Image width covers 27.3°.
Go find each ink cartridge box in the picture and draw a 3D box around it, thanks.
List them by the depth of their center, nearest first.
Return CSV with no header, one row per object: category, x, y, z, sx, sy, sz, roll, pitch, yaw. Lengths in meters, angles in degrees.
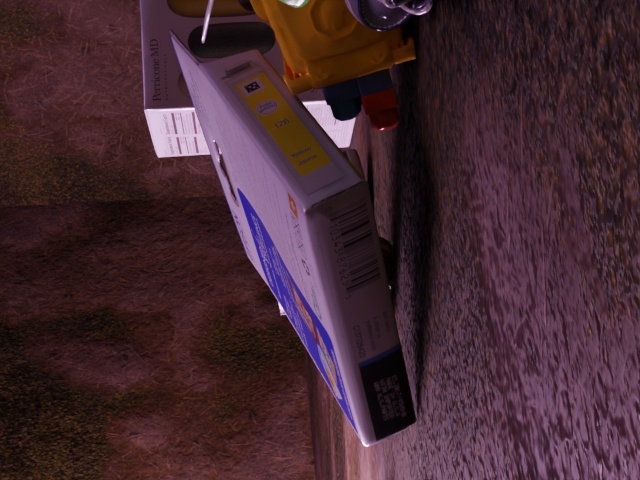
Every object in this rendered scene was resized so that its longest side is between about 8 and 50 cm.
ink cartridge box,-0.022,-0.014,1.207,0.307,0.072,0.303,-122,12,-46

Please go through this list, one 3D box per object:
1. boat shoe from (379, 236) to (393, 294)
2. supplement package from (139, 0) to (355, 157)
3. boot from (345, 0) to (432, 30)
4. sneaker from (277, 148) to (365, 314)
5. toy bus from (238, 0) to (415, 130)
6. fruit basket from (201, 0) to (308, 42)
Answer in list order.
boat shoe,0.043,0.075,1.353,0.060,0.064,0.178,-94,5,-45
supplement package,-0.092,-0.234,1.697,0.198,0.263,0.199,100,166,-77
boot,0.051,-0.182,0.902,0.190,0.069,0.086,97,172,-63
sneaker,0.000,0.000,1.555,0.083,0.118,0.222,-99,7,-63
toy bus,0.014,-0.204,1.138,0.220,0.149,0.211,-98,-11,-66
fruit basket,-0.014,-0.339,0.781,0.327,0.165,0.353,137,141,-63
